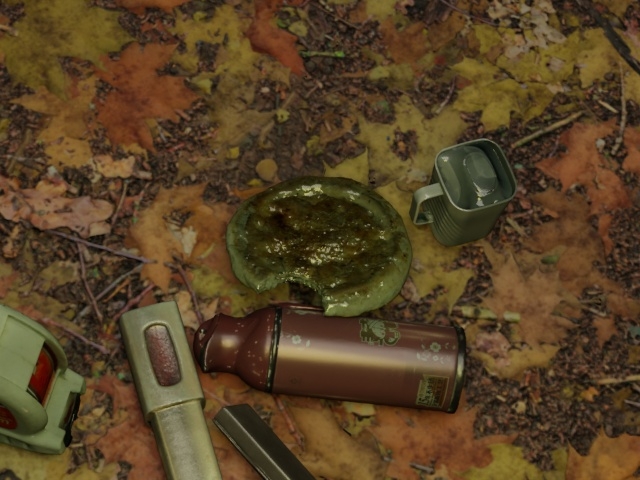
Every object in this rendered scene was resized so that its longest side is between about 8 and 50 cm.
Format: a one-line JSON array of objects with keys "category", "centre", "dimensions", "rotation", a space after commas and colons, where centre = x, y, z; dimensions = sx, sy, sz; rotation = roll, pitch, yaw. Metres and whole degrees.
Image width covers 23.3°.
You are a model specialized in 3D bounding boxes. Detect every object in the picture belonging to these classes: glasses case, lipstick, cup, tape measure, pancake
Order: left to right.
[{"category": "tape measure", "centre": [-0.408, 0.140, 1.802], "dimensions": [0.243, 0.246, 0.125], "rotation": [12, 60, 5]}, {"category": "lipstick", "centre": [-0.178, 0.204, 1.882], "dimensions": [0.079, 0.077, 0.253], "rotation": [-12, 69, -13]}, {"category": "glasses case", "centre": [-0.052, 0.276, 1.871], "dimensions": [0.042, 0.072, 0.190], "rotation": [-45, 76, 6]}, {"category": "pancake", "centre": [0.000, 0.000, 1.979], "dimensions": [0.254, 0.037, 0.253], "rotation": [3, 44, -3]}, {"category": "cup", "centre": [0.177, -0.056, 2.023], "dimensions": [0.128, 0.129, 0.095], "rotation": [-17, 68, -15]}]

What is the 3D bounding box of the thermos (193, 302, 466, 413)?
[{"category": "thermos", "centre": [0.008, 0.130, 1.924], "dimensions": [0.330, 0.109, 0.136], "rotation": [7, 65, -4]}]
